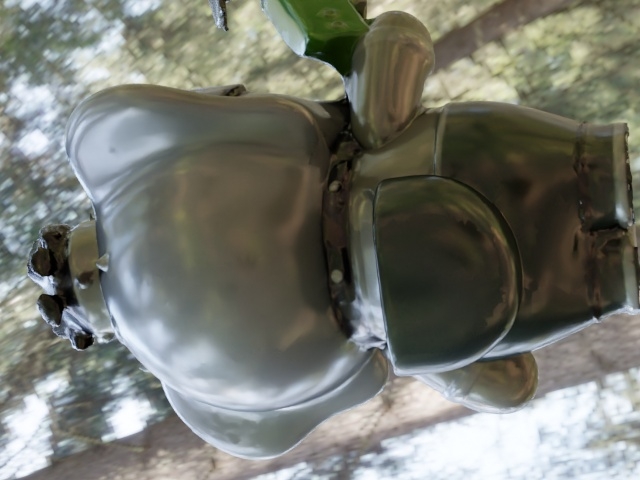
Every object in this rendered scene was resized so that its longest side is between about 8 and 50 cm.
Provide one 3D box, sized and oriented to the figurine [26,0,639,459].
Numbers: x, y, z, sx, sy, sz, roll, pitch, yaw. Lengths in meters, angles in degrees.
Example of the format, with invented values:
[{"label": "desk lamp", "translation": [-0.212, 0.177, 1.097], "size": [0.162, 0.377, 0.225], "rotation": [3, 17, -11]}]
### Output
[{"label": "figurine", "translation": [0.000, 0.000, 0.470], "size": [0.126, 0.192, 0.147], "rotation": [-76, -24, -61]}]
